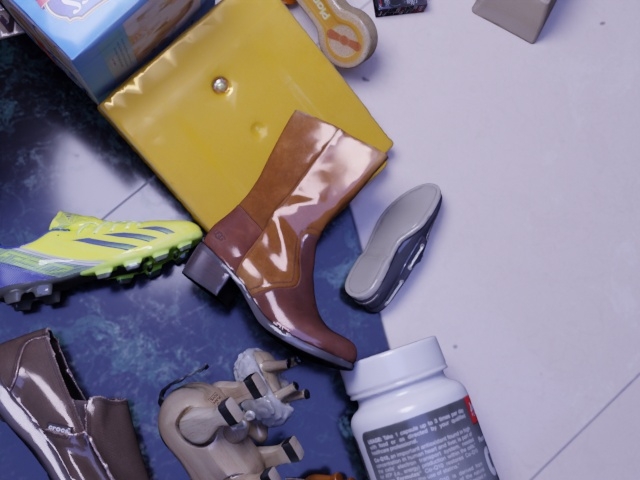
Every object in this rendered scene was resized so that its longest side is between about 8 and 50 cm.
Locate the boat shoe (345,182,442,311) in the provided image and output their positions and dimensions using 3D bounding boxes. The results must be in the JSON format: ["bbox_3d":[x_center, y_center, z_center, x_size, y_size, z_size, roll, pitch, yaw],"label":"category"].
[{"bbox_3d":[0.111,0.010,1.387,0.206,0.075,0.065,-55,132,-16],"label":"boat shoe"}]

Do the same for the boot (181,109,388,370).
[{"bbox_3d":[0.000,0.000,1.282,0.264,0.096,0.280,33,80,21],"label":"boot"}]

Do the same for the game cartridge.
[{"bbox_3d":[-0.091,-0.151,1.348,0.285,0.053,0.323,-43,106,-11],"label":"game cartridge"}]

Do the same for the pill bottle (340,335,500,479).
[{"bbox_3d":[0.136,0.277,1.280,0.161,0.161,0.283,-18,83,-8],"label":"pill bottle"}]

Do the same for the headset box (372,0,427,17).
[{"bbox_3d":[0.119,-0.368,1.456,0.083,0.032,0.062,-9,82,-8],"label":"headset box"}]

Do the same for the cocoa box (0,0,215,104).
[{"bbox_3d":[-0.284,-0.341,1.237,0.231,0.347,0.228,-44,93,-6],"label":"cocoa box"}]

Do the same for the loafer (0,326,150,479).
[{"bbox_3d":[-0.291,0.255,1.256,0.130,0.134,0.366,-41,86,-10],"label":"loafer"}]

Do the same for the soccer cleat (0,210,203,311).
[{"bbox_3d":[-0.305,0.005,1.321,0.289,0.093,0.121,-15,75,-8],"label":"soccer cleat"}]

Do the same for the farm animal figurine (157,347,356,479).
[{"bbox_3d":[-0.115,0.314,1.203,0.172,0.330,0.326,-24,83,29],"label":"farm animal figurine"}]

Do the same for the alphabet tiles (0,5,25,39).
[{"bbox_3d":[-0.550,-0.318,1.394,0.237,0.009,0.198,-17,82,-8],"label":"alphabet tiles"}]

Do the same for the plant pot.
[{"bbox_3d":[0.303,-0.373,1.442,0.109,0.096,0.109,28,79,-1],"label":"plant pot"}]

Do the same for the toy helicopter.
[{"bbox_3d":[-0.053,-0.385,1.373,0.355,0.235,0.140,55,36,-2],"label":"toy helicopter"}]
